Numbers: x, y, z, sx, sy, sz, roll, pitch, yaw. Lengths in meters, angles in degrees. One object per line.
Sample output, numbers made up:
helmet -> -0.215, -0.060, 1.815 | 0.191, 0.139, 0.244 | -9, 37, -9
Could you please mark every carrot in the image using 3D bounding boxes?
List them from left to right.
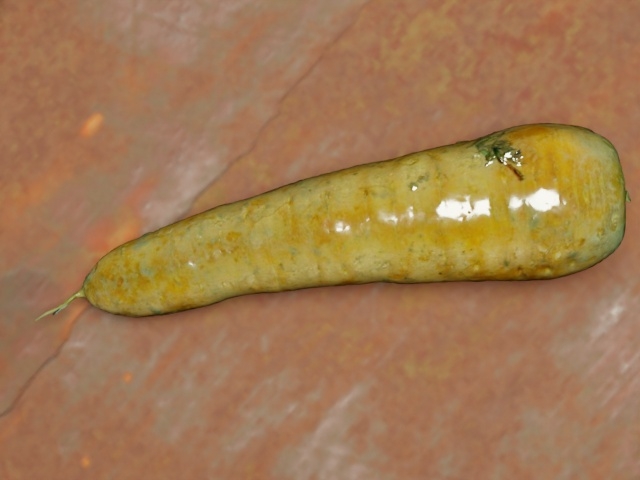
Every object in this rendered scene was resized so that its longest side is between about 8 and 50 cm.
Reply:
carrot -> 0.000, 0.000, 0.636 | 0.298, 0.078, 0.078 | -11, 87, 5
